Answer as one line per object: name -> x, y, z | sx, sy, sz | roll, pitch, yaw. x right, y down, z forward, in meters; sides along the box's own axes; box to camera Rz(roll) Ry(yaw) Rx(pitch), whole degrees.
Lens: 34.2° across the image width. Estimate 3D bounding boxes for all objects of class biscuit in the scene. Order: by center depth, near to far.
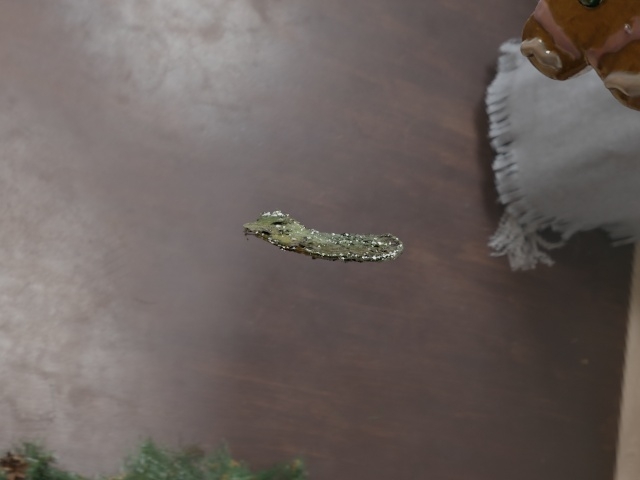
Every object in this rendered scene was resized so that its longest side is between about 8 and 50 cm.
biscuit -> 0.323, -0.376, 1.165 | 0.064, 0.283, 0.432 | -11, 117, -31

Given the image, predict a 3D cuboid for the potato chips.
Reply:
potato chips -> 0.001, -0.004, 1.371 | 0.202, 0.220, 0.029 | -32, 130, -68
